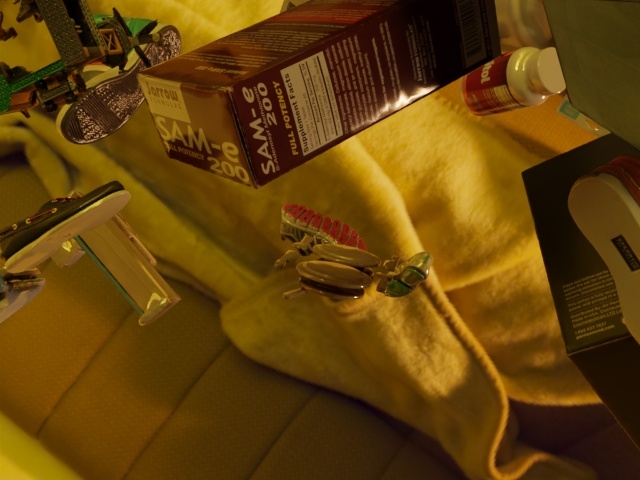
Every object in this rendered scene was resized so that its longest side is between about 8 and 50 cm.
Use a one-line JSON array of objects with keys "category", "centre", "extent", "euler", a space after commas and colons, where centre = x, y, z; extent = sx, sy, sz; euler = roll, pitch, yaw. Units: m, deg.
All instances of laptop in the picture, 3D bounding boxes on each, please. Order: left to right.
[{"category": "laptop", "centre": [0.192, -0.150, 0.621], "extent": [0.382, 0.408, 0.236], "euler": [-120, 32, -52]}]

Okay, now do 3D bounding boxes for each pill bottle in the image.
[{"category": "pill bottle", "centre": [0.284, -0.235, 1.069], "extent": [0.086, 0.086, 0.152], "euler": [53, 155, -19]}]

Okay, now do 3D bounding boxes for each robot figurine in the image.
[{"category": "robot figurine", "centre": [0.325, -0.426, 1.265], "extent": [0.200, 0.300, 0.353], "euler": [51, 167, -33]}]

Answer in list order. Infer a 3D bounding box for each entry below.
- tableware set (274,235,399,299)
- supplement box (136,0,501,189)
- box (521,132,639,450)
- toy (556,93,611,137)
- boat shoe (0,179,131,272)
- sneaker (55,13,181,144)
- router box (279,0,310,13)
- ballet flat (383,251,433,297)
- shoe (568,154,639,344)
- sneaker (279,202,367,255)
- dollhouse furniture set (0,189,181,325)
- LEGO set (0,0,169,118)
[{"category": "tableware set", "centre": [0.020, 0.041, 0.855], "extent": [0.128, 0.194, 0.039], "euler": [13, 102, 8]}, {"category": "supplement box", "centre": [0.005, -0.130, 0.535], "extent": [0.130, 0.239, 0.073], "euler": [22, 136, 49]}, {"category": "box", "centre": [0.442, 0.079, 0.982], "extent": [0.179, 0.312, 0.343], "euler": [-23, 132, 26]}, {"category": "toy", "centre": [0.506, -0.286, 1.199], "extent": [0.137, 0.056, 0.237], "euler": [38, 109, 25]}, {"category": "boat shoe", "centre": [-0.232, -0.020, 0.649], "extent": [0.042, 0.133, 0.049], "euler": [63, -170, 12]}, {"category": "sneaker", "centre": [-0.404, -0.302, 1.292], "extent": [0.178, 0.295, 0.124], "euler": [22, 148, 23]}, {"category": "router box", "centre": [0.045, -0.318, 1.048], "extent": [0.082, 0.301, 0.335], "euler": [41, 147, 6]}, {"category": "ballet flat", "centre": [0.160, 0.062, 1.321], "extent": [0.057, 0.052, 0.168], "euler": [36, 155, -7]}, {"category": "shoe", "centre": [0.276, 0.013, 0.601], "extent": [0.063, 0.081, 0.178], "euler": [-32, 88, 50]}, {"category": "sneaker", "centre": [0.000, 0.000, 1.290], "extent": [0.170, 0.063, 0.075], "euler": [26, 128, 0]}, {"category": "dollhouse furniture set", "centre": [-0.386, 0.107, 1.061], "extent": [0.198, 0.303, 0.286], "euler": [51, 175, -1]}, {"category": "LEGO set", "centre": [-0.387, -0.342, 1.018], "extent": [0.255, 0.192, 0.331], "euler": [-26, 97, 23]}]
